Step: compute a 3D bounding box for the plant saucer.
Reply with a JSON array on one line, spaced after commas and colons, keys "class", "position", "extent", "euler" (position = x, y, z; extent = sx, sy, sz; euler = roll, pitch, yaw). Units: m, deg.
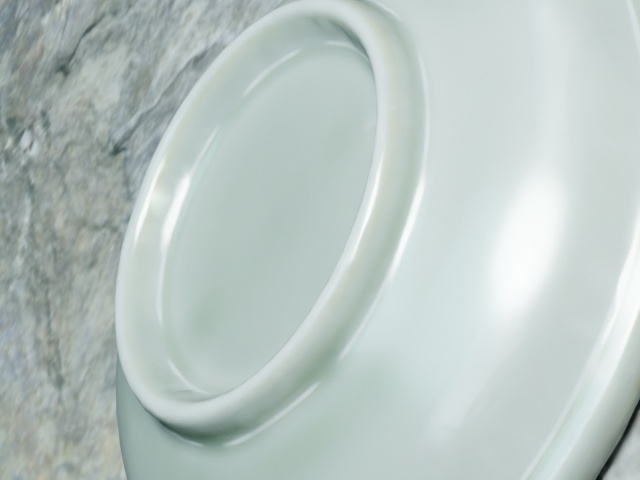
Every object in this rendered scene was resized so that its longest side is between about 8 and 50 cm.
[{"class": "plant saucer", "position": [0.000, 0.000, 0.930], "extent": [0.400, 0.100, 0.400], "euler": [-35, 43, 41]}]
